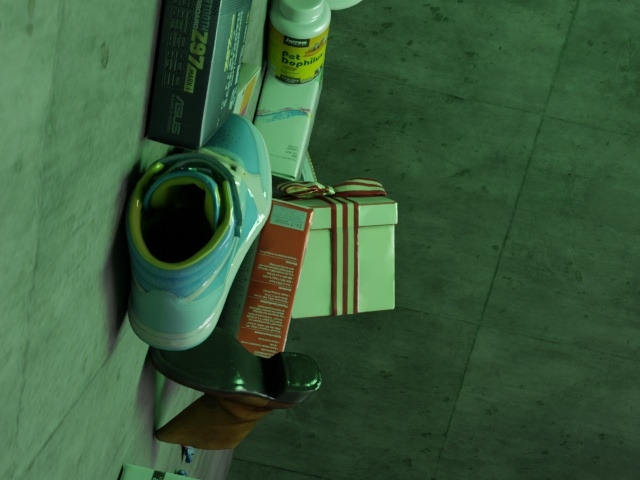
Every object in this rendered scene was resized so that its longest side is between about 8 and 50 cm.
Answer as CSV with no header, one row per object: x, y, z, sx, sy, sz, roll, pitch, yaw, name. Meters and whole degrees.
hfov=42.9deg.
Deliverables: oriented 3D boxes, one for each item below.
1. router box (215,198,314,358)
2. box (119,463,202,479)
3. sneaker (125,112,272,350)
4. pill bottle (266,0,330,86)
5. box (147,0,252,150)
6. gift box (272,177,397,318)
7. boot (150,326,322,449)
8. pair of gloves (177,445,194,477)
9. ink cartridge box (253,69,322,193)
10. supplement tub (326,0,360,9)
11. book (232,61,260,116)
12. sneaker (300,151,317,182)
-0.127,0.082,1.439,0.335,0.082,0.301,-174,-83,-73,router box
-0.229,0.425,1.096,0.181,0.119,0.180,102,1,-54,box
-0.118,-0.058,0.882,0.208,0.127,0.318,105,-3,-56,sneaker
-0.044,-0.405,1.581,0.215,0.117,0.117,102,1,-64,pill bottle
-0.113,-0.226,0.835,0.183,0.059,0.232,-74,176,-69,box
0.000,0.000,1.695,0.276,0.255,0.258,-151,-121,-66,gift box
-0.177,0.230,1.218,0.280,0.264,0.096,-41,-129,42,boot
-0.294,0.484,1.760,0.159,0.023,0.198,97,4,-71,pair of gloves
-0.078,-0.253,1.777,0.201,0.117,0.278,101,2,-81,ink cartridge box
0.034,-0.581,1.678,0.272,0.191,0.191,-76,179,-69,supplement tub
-0.132,-0.210,1.270,0.144,0.035,0.096,-77,-177,-61,book
-0.110,-0.209,1.936,0.099,0.153,0.282,77,-5,-84,sneaker
